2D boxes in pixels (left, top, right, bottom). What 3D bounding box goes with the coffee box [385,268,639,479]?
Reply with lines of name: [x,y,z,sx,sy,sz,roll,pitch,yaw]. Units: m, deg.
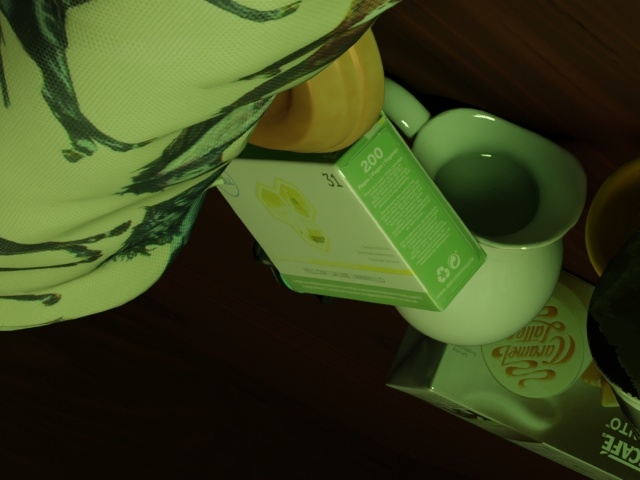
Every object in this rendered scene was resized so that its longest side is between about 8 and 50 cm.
coffee box: [0.198,0.108,1.575,0.246,0.141,0.098,27,169,-18]

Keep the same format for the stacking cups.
stacking cups: [0.274,0.044,1.217,0.096,0.096,0.316,16,169,36]

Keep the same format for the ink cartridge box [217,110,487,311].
ink cartridge box: [-0.019,-0.064,1.163,0.171,0.056,0.235,7,139,57]

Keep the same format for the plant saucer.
plant saucer: [-0.053,-0.121,1.024,0.200,0.037,0.200,34,154,19]

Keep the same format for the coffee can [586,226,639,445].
coffee can: [0.282,0.117,0.997,0.201,0.201,0.275,11,139,49]

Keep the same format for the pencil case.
pencil case: [-0.051,-0.101,0.684,0.160,0.183,0.410,61,147,6]

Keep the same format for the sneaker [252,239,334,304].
sneaker: [0.000,0.000,1.558,0.101,0.106,0.267,18,170,21]

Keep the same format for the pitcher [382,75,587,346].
pitcher: [0.084,-0.023,1.266,0.178,0.125,0.207,39,162,13]
